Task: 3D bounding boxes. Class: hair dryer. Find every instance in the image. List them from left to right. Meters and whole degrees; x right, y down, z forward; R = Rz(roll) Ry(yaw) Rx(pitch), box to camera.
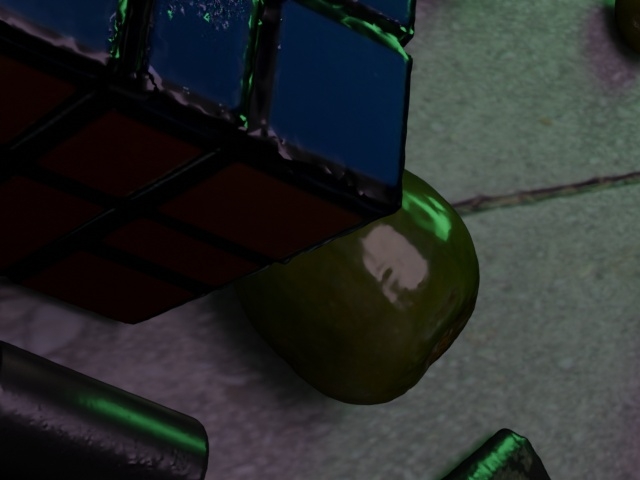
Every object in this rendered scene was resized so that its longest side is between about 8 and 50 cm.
[{"bbox_3d":[-0.184,0.185,0.752,0.195,0.078,0.248,27,64,-29],"label":"hair dryer"}]

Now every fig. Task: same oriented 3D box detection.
[{"bbox_3d":[0.016,0.001,0.925,0.167,0.167,0.234,-44,110,-41],"label":"fig"},{"bbox_3d":[0.341,-0.224,1.326,0.082,0.098,0.084,22,73,-35],"label":"fig"}]

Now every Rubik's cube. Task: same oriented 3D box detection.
[{"bbox_3d":[-0.133,-0.143,0.766,0.283,0.293,0.289,23,59,-35],"label":"Rubik's cube"}]

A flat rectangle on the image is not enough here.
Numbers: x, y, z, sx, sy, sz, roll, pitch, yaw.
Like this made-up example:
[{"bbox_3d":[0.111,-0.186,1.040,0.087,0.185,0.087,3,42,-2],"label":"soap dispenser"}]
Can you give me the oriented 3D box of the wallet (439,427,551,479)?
[{"bbox_3d":[0.090,0.274,0.962,0.321,0.044,0.170,-28,91,-43],"label":"wallet"}]
